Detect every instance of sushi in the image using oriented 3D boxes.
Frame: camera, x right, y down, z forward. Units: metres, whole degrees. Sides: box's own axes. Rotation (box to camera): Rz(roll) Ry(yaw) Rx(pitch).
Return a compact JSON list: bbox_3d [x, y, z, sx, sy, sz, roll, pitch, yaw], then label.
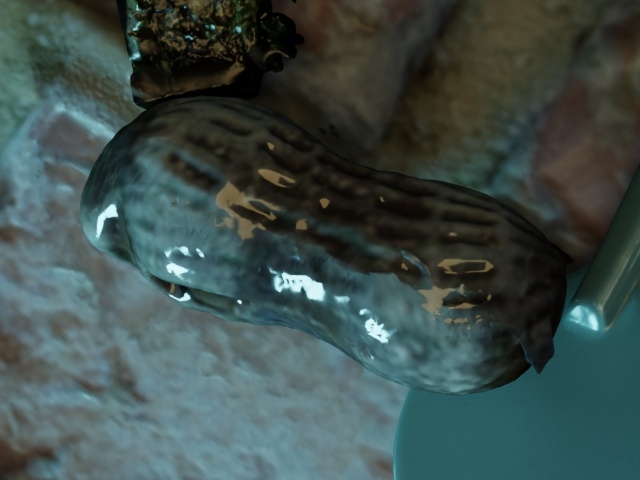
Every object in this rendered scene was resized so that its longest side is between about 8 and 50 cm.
[{"bbox_3d":[-0.055,-0.114,0.681,0.084,0.056,0.083,-16,82,12],"label":"sushi"}]

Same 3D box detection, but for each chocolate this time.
[{"bbox_3d":[0.000,0.000,0.637,0.248,0.110,0.110,22,96,18],"label":"chocolate"}]

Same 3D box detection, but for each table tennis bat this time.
[{"bbox_3d":[0.121,0.052,0.636,0.149,0.038,0.237,23,80,47],"label":"table tennis bat"}]
